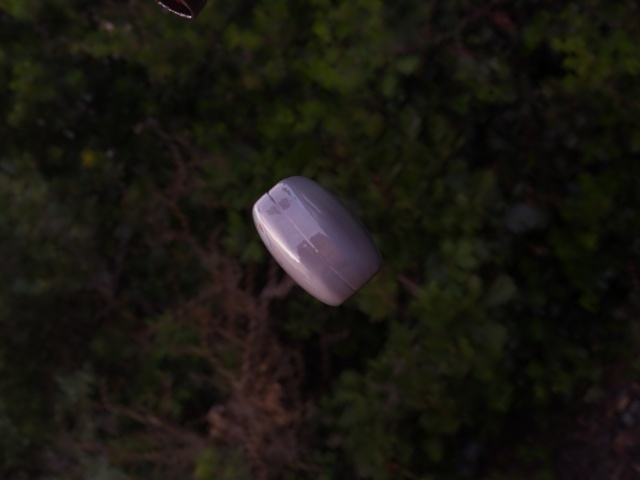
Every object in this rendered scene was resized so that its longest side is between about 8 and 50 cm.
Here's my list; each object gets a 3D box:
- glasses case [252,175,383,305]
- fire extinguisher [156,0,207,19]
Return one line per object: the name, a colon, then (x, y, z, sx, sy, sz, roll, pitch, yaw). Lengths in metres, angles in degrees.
glasses case: (0.000, 0.000, 1.514, 0.075, 0.113, 0.297, -42, -3, 4)
fire extinguisher: (-0.070, -0.396, 1.869, 0.105, 0.141, 0.341, 31, 79, 29)
